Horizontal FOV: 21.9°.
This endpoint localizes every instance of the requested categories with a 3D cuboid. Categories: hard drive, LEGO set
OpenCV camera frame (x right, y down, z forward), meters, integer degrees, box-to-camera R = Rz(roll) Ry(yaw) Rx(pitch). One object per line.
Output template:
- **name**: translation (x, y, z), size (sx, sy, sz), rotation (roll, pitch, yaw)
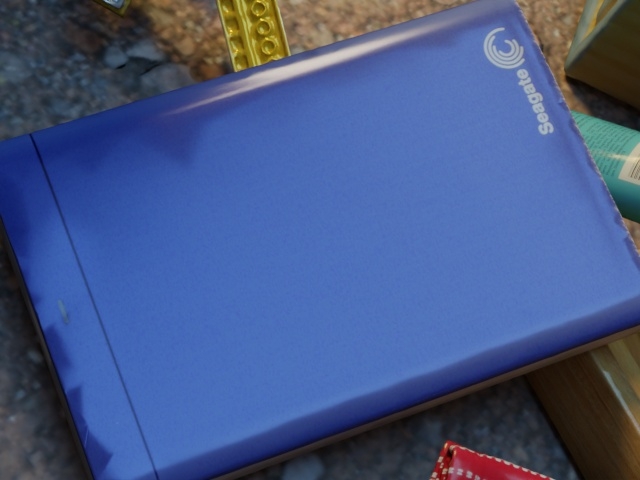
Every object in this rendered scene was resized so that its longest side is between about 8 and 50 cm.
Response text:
- **hard drive**: translation (0.000, 0.000, 0.897), size (0.318, 0.040, 0.210), rotation (-18, 72, -15)
- **LEGO set**: translation (-0.079, -0.139, 1.010), size (0.287, 0.107, 0.132), rotation (40, 87, 2)

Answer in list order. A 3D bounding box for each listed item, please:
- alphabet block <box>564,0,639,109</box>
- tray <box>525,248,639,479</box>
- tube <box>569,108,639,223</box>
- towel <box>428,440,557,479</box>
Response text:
- **alphabet block**: translation (0.305, -0.179, 1.091), size (0.197, 0.193, 0.192), rotation (24, 67, -5)
- **tray**: translation (0.291, 0.184, 0.935), size (0.202, 0.076, 0.411), rotation (-15, 65, -30)
- **tube**: translation (0.152, -0.054, 1.017), size (0.207, 0.052, 0.080), rotation (23, 40, 31)
- **towel**: translation (0.110, 0.250, 0.796), size (0.198, 0.031, 0.275), rotation (21, 64, 0)
